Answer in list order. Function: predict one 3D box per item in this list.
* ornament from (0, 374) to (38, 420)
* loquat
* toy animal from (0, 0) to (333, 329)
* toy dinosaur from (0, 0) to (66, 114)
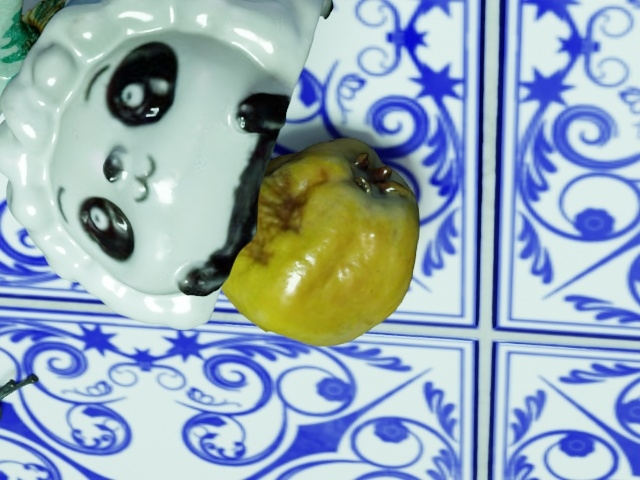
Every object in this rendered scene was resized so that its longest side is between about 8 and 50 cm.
[{"bbox_3d":[-0.274,0.128,1.317,0.073,0.028,0.125,29,129,-17],"label":"ornament"},{"bbox_3d":[0.000,0.000,1.090,0.137,0.113,0.137,2,111,5],"label":"loquat"},{"bbox_3d":[-0.095,-0.070,0.964,0.156,0.204,0.208,19,112,-2],"label":"toy animal"},{"bbox_3d":[-0.182,-0.111,1.051,0.106,0.044,0.187,-43,149,6],"label":"toy dinosaur"}]
